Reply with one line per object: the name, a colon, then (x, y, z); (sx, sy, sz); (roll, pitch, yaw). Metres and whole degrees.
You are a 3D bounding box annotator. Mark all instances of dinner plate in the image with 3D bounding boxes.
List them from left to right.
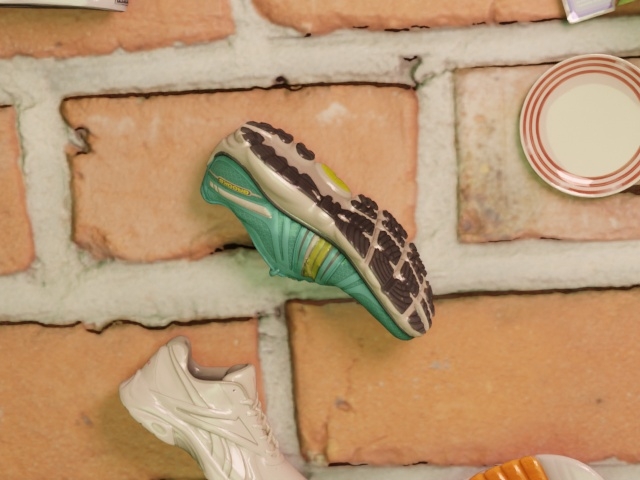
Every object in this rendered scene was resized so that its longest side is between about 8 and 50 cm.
dinner plate: (0.265, -0.112, 1.451); (0.141, 0.017, 0.141); (1, 102, 4)

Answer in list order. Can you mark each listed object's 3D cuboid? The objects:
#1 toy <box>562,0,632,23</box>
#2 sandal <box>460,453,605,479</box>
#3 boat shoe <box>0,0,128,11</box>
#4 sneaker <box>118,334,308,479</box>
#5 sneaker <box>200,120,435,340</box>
toy: (0.266, -0.334, 1.383); (0.137, 0.056, 0.237); (-17, 101, 6)
sandal: (0.181, 0.274, 1.520); (0.265, 0.076, 0.102); (-16, 86, 28)
boat shoe: (-0.335, -0.277, 1.414); (0.306, 0.113, 0.105); (3, 96, 1)
sneaker: (-0.087, 0.186, 1.509); (0.232, 0.090, 0.115); (38, 99, -5)
sneaker: (0.000, 0.000, 1.470); (0.275, 0.107, 0.110); (43, 121, 0)
